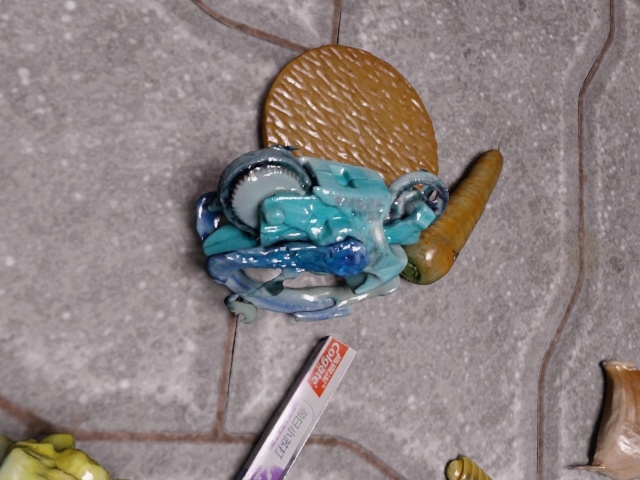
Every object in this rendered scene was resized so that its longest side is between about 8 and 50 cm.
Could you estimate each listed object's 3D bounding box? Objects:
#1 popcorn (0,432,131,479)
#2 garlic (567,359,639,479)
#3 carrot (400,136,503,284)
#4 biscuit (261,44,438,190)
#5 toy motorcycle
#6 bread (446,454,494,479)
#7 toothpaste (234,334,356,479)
[{"bbox_3d":[-0.229,0.272,0.393,0.237,0.293,0.292,10,77,-19],"label":"popcorn"},{"bbox_3d":[0.467,0.296,0.841,0.129,0.090,0.198,34,74,-2],"label":"garlic"},{"bbox_3d":[0.202,-0.053,0.765,0.078,0.078,0.298,48,60,-12],"label":"carrot"},{"bbox_3d":[0.043,-0.126,0.710,0.262,0.037,0.261,5,79,-27],"label":"biscuit"},{"bbox_3d":[0.000,0.000,0.591,0.260,0.206,0.154,5,35,-25],"label":"toy motorcycle"},{"bbox_3d":[0.204,0.322,0.719,0.088,0.034,0.049,47,58,-12],"label":"bread"},{"bbox_3d":[-0.028,0.198,0.609,0.047,0.040,0.196,31,66,7],"label":"toothpaste"}]
